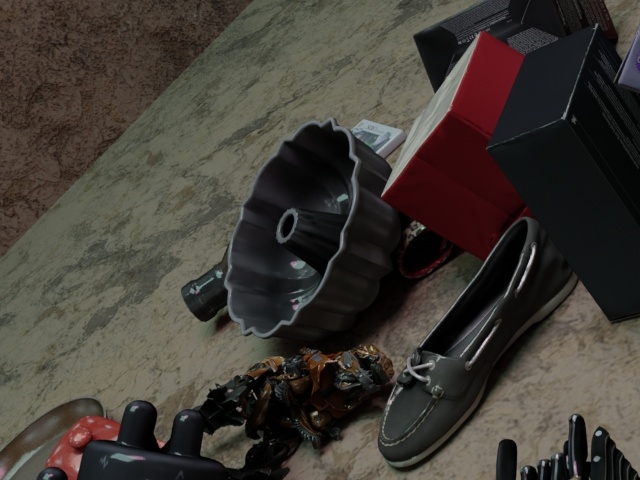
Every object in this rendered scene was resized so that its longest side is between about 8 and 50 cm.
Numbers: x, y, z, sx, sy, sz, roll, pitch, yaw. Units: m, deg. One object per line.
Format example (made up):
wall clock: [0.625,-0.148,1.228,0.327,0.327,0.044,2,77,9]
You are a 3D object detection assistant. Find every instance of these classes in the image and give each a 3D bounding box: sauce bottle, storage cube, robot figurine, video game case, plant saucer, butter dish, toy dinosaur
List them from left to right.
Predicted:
plant saucer: [-0.444,0.376,1.808,0.310,0.050,0.310,-33,24,16]
butter dish: [-0.319,0.307,1.623,0.160,0.118,0.160,12,51,32]
robot figurine: [-0.200,0.324,1.302,0.209,0.173,0.278,4,78,35]
toy dinosaur: [-0.057,0.218,1.466,0.322,0.164,0.218,-44,1,39]
sauce bottle: [-0.069,0.009,1.849,0.344,0.111,0.111,-34,24,11]
video game case: [0.047,-0.141,2.063,0.190,0.022,0.173,-42,23,-8]
storage cube: [0.221,-0.112,1.467,0.184,0.193,0.215,-53,9,45]

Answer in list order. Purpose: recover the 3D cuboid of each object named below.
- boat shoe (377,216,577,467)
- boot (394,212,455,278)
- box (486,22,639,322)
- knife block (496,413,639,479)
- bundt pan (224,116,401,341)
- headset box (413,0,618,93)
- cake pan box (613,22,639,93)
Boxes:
boat shoe: [0.165,0.110,1.338,0.335,0.095,0.112,-46,24,-17]
boot: [0.178,-0.059,1.640,0.236,0.085,0.178,-44,23,12]
box: [0.307,-0.071,1.248,0.103,0.261,0.184,-22,28,37]
knife block: [0.188,0.284,0.999,0.276,0.088,0.242,-46,23,-15]
bundt pan: [0.000,0.000,1.643,0.331,0.124,0.331,-37,41,41]
headset box: [0.307,-0.311,1.757,0.218,0.110,0.293,-21,-1,32]
cake pan box: [0.454,-0.184,1.228,0.267,0.245,0.070,-45,-24,-60]
